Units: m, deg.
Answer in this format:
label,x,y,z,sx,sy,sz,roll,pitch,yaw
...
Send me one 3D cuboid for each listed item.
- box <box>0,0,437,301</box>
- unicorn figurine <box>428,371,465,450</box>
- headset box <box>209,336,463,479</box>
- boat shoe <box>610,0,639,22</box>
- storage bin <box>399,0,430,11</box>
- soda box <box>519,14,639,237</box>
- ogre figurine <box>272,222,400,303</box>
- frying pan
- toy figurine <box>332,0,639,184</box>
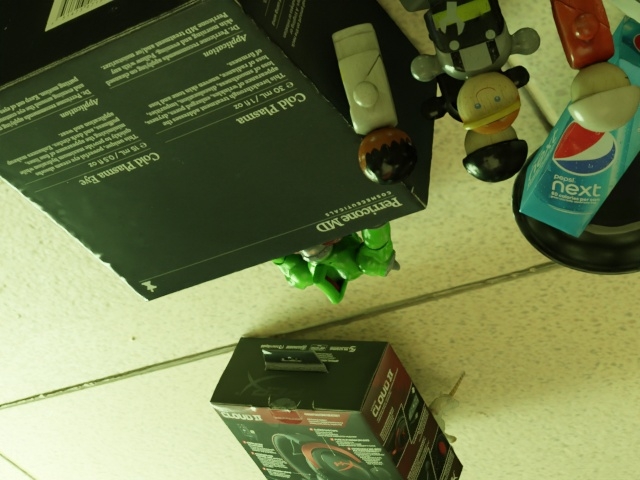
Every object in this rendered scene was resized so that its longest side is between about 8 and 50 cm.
label,x,y,z,sx,sy,sz,roll,pitch,yaw
box,-0.117,-0.134,1.418,0.343,0.179,0.312,-18,135,29
unicorn figurine,0.132,0.236,1.952,0.162,0.060,0.111,-14,139,24
headset box,0.018,0.231,1.876,0.218,0.110,0.293,-1,138,32
boat shoe,0.282,-0.236,1.300,0.219,0.077,0.070,24,141,-18
storage bin,0.112,-0.254,1.275,0.135,0.091,0.098,-40,79,44
soda box,0.262,-0.104,1.424,0.067,0.071,0.210,23,134,-4
ogre figurine,0.000,0.000,1.643,0.197,0.097,0.118,-22,123,17
frying pan,0.273,-0.093,1.511,0.197,0.053,0.326,-10,128,19
toy figurine,0.132,-0.130,1.262,0.210,0.148,0.213,-11,173,-42
